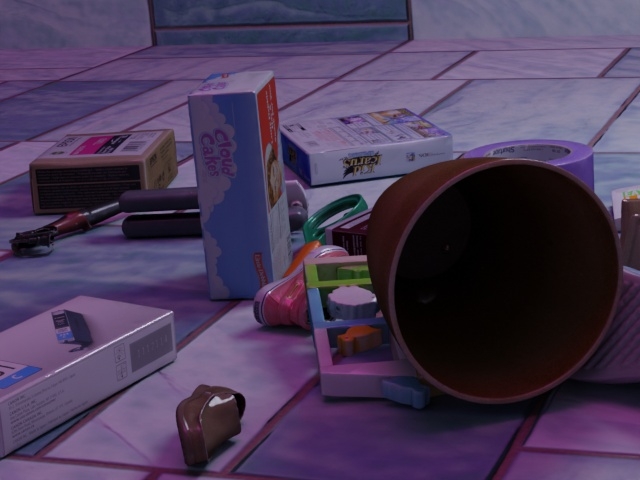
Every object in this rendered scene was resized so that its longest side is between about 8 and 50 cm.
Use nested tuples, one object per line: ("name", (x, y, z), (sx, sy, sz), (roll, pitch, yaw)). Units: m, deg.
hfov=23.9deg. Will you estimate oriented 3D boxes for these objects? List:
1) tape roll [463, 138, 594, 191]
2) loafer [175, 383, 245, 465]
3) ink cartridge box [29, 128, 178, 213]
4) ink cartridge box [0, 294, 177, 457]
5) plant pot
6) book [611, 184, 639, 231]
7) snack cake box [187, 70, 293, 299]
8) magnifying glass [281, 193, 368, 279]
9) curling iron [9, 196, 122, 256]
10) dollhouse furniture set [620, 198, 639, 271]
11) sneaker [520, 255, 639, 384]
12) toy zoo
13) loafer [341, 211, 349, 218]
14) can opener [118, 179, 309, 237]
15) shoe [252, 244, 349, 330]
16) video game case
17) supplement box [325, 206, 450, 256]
("tape roll", (0.305, -0.090, 2.215), (0.189, 0.080, 0.189), (-5, 16, 1))
("loafer", (-0.103, 0.169, 1.441), (0.050, 0.056, 0.148), (-9, 15, 7))
("ink cartridge box", (-0.351, -0.116, 2.478), (0.193, 0.088, 0.234), (-2, 16, 6))
("ink cartridge box", (-0.344, 0.132, 1.627), (0.261, 0.066, 0.296), (6, 18, 30))
("plant pot", (0.144, 0.012, 1.534), (0.237, 0.237, 0.254), (-8, 15, -13))
("book", (0.455, -0.045, 2.109), (0.096, 0.035, 0.144), (-6, 16, 10))
("snack cake box", (-0.099, -0.072, 1.917), (0.089, 0.264, 0.152), (-2, 15, 10))
("magnifying glass", (0.000, 0.000, 1.999), (0.092, 0.026, 0.231), (-20, 17, 29))
("curling iron", (-0.352, -0.026, 2.252), (0.068, 0.035, 0.274), (11, 22, 33))
("dollhouse furniture set", (0.443, 0.036, 1.706), (0.259, 0.135, 0.262), (-4, 11, -43))
("sneaker", (0.343, 0.094, 1.520), (0.150, 0.135, 0.366), (17, -2, -37))
("toy zoo", (0.086, 0.094, 1.621), (0.192, 0.030, 0.293), (-3, 27, -5))
("loafer", (0.125, -0.029, 2.043), (0.223, 0.078, 0.076), (5, 19, 35))
("can opener", (-0.156, -0.039, 2.170), (0.283, 0.076, 0.095), (-3, 15, 10))
("shoe", (0.003, 0.059, 1.806), (0.081, 0.063, 0.178), (8, 25, 35))
("video game case", (0.069, -0.160, 2.566), (0.244, 0.061, 0.269), (-9, 16, -11))
("supplement box", (0.140, 0.011, 1.908), (0.239, 0.073, 0.130), (6, 20, 37))
